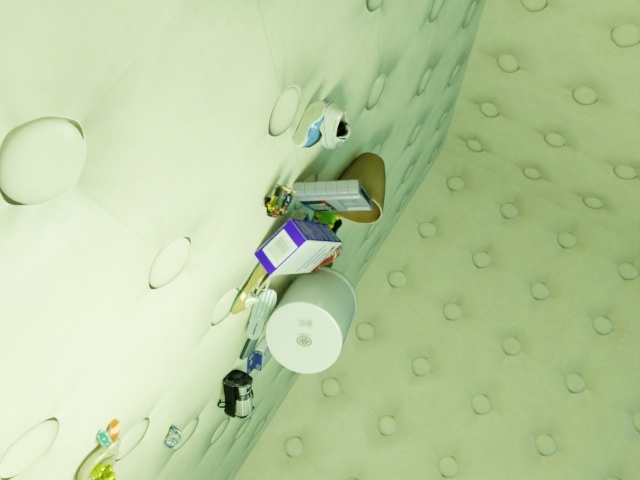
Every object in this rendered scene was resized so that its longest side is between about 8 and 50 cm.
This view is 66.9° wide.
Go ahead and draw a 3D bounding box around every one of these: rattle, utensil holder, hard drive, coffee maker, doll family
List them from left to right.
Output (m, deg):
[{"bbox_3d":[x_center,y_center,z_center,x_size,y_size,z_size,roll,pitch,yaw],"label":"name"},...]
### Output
[{"bbox_3d":[-0.573,0.618,1.335,0.200,0.142,0.130,-55,147,7],"label":"rattle"},{"bbox_3d":[-0.371,0.659,2.081,0.120,0.171,0.179,-80,172,-69],"label":"coffee maker"},{"bbox_3d":[-0.301,0.448,2.109,0.135,0.022,0.094,-65,165,18],"label":"hard drive"},{"bbox_3d":[-0.129,-0.116,1.505,0.112,0.075,0.193,-66,168,6],"label":"doll family"},{"bbox_3d":[-0.030,0.323,2.013,0.328,0.327,0.385,-65,177,20],"label":"utensil holder"}]

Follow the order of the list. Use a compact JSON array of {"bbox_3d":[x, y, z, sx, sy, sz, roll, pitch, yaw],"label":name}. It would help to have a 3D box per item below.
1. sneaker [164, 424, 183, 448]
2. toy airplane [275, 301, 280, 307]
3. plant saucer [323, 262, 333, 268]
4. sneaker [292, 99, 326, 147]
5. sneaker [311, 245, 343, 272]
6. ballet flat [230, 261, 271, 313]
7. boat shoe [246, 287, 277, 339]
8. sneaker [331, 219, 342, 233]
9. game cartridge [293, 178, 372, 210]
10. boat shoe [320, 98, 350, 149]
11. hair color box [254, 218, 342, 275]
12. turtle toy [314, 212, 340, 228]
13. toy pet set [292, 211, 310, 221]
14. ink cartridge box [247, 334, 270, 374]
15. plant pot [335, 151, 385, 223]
[{"bbox_3d":[-0.548,0.735,1.798,0.058,0.052,0.135,-41,156,-40],"label":"sneaker"},{"bbox_3d":[-0.191,0.303,2.184,0.151,0.028,0.151,-55,164,-24],"label":"toy airplane"},{"bbox_3d":[0.004,0.133,2.464,0.188,0.045,0.188,-50,162,-31],"label":"plant saucer"},{"bbox_3d":[-0.019,-0.344,1.447,0.152,0.058,0.084,-60,160,17],"label":"sneaker"},{"bbox_3d":[0.006,0.078,2.088,0.221,0.087,0.128,-16,-179,36],"label":"sneaker"},{"bbox_3d":[-0.233,0.173,1.710,0.232,0.073,0.080,-59,165,0],"label":"ballet flat"},{"bbox_3d":[-0.240,0.280,1.925,0.226,0.083,0.076,-62,-168,13],"label":"boat shoe"},{"bbox_3d":[0.000,0.000,2.098,0.283,0.107,0.124,-40,162,-51],"label":"sneaker"},{"bbox_3d":[0.054,-0.152,1.755,0.355,0.229,0.068,23,62,-75],"label":"game cartridge"},{"bbox_3d":[0.058,-0.367,1.602,0.096,0.088,0.267,-56,165,-14],"label":"boat shoe"},{"bbox_3d":[-0.071,0.026,1.749,0.185,0.110,0.338,-42,163,16],"label":"hair color box"},{"bbox_3d":[0.014,-0.087,2.020,0.130,0.095,0.066,-53,-175,-23],"label":"turtle toy"},{"bbox_3d":[-0.066,-0.057,1.833,0.122,0.065,0.114,-50,162,-34],"label":"toy pet set"},{"bbox_3d":[-0.269,0.537,2.338,0.224,0.045,0.223,-49,162,-35],"label":"ink cartridge box"},{"bbox_3d":[0.182,-0.240,2.048,0.237,0.236,0.255,90,20,-62],"label":"plant pot"}]
